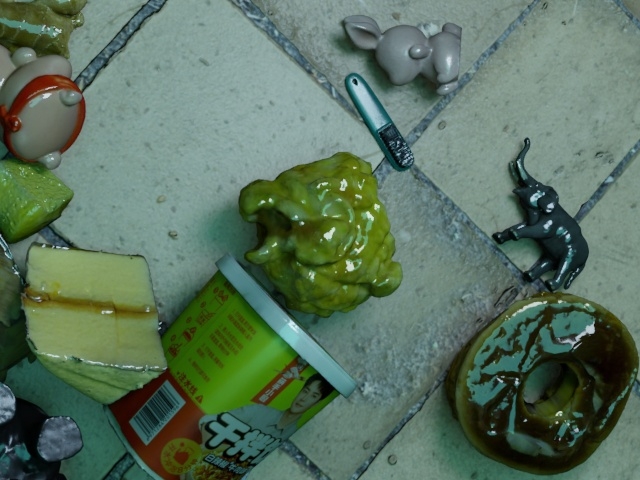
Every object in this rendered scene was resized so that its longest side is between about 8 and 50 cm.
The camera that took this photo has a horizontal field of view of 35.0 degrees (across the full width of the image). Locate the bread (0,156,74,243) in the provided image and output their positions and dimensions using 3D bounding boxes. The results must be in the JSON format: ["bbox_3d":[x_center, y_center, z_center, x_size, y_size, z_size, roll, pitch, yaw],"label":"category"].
[{"bbox_3d":[-0.460,-0.062,1.563,0.111,0.129,0.114,-39,90,20],"label":"bread"}]

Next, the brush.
[{"bbox_3d":[0.104,-0.205,1.747,0.043,0.032,0.193,-34,100,-11],"label":"brush"}]

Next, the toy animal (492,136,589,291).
[{"bbox_3d":[0.378,-0.034,1.795,0.137,0.082,0.270,-30,94,-15],"label":"toy animal"}]

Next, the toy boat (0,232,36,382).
[{"bbox_3d":[-0.563,0.009,1.520,0.136,0.162,0.446,-37,100,-45],"label":"toy boat"}]

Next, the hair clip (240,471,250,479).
[{"bbox_3d":[-0.165,0.396,1.673,0.359,0.095,0.110,-50,140,-1],"label":"hair clip"}]

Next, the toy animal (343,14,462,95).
[{"bbox_3d":[0.135,-0.316,1.724,0.212,0.124,0.124,11,88,7],"label":"toy animal"}]

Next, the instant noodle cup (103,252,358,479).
[{"bbox_3d":[-0.151,0.226,1.568,0.308,0.294,0.294,-44,100,-3],"label":"instant noodle cup"}]

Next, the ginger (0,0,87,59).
[{"bbox_3d":[-0.462,-0.329,1.581,0.205,0.081,0.115,-8,128,-14],"label":"ginger"}]

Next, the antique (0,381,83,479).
[{"bbox_3d":[-0.448,0.362,1.504,0.185,0.255,0.322,-11,81,-34],"label":"antique"}]

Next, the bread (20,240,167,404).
[{"bbox_3d":[-0.342,0.098,1.503,0.135,0.240,0.178,-29,139,14],"label":"bread"}]

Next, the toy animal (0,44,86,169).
[{"bbox_3d":[-0.453,-0.212,1.533,0.197,0.171,0.171,28,84,-5],"label":"toy animal"}]

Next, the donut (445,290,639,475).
[{"bbox_3d":[0.380,0.243,1.756,0.330,0.160,0.330,0,96,-4],"label":"donut"}]

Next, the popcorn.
[{"bbox_3d":[0.000,0.000,1.624,0.241,0.235,0.250,-19,90,1],"label":"popcorn"}]
